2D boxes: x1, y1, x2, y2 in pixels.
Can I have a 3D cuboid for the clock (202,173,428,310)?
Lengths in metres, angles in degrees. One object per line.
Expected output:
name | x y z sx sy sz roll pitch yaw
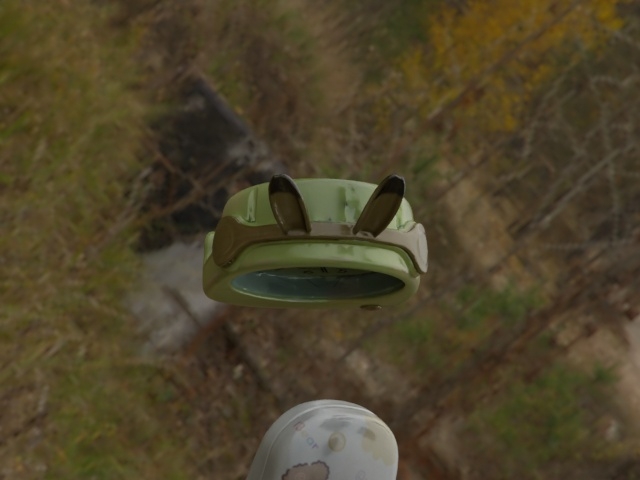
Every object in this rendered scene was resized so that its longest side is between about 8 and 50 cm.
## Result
clock | 0.000 0.000 1.046 0.232 0.170 0.069 119 -27 -74

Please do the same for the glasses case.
glasses case | -0.012 0.147 0.599 0.063 0.164 0.041 10 12 -31
